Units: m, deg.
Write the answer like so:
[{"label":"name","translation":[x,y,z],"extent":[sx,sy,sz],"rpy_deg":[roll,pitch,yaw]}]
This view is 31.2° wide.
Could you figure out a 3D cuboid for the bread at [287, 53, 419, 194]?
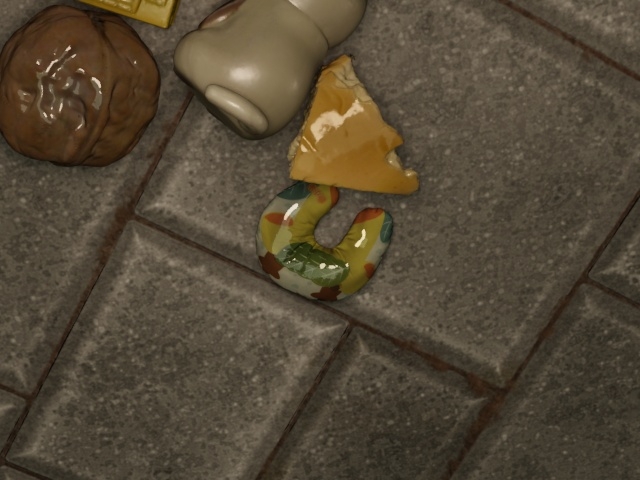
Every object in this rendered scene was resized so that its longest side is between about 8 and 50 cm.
[{"label":"bread","translation":[0.069,-0.198,1.918],"extent":[0.224,0.183,0.211],"rpy_deg":[13,105,-11]}]

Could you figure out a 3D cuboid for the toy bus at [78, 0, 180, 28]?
[{"label":"toy bus","translation":[-0.383,-0.437,1.818],"extent":[0.336,0.123,0.121],"rpy_deg":[16,109,-10]}]

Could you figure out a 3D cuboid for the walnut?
[{"label":"walnut","translation":[-0.394,-0.241,1.839],"extent":[0.227,0.273,0.273],"rpy_deg":[37,109,21]}]

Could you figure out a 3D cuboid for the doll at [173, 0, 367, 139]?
[{"label":"doll","translation":[-0.077,-0.321,1.807],"extent":[0.215,0.226,0.370],"rpy_deg":[45,67,-38]}]

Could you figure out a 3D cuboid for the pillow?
[{"label":"pillow","translation":[0.000,0.000,2.046],"extent":[0.233,0.086,0.214],"rpy_deg":[32,96,-12]}]
